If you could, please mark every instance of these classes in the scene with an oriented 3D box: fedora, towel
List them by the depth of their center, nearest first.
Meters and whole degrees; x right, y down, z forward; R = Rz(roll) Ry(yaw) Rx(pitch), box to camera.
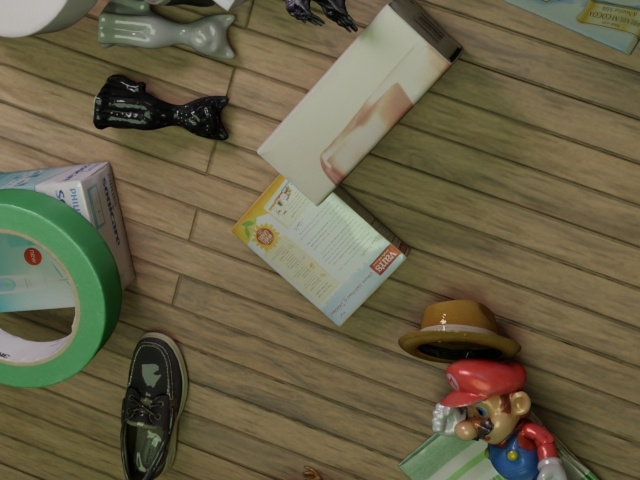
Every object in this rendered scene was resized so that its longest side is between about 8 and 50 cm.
[{"bbox_3d":[0.218,0.140,1.801,0.194,0.194,0.079,-1,70,14],"label":"fedora"},{"bbox_3d":[0.327,0.420,1.915,0.325,0.038,0.248,44,114,-4],"label":"towel"}]

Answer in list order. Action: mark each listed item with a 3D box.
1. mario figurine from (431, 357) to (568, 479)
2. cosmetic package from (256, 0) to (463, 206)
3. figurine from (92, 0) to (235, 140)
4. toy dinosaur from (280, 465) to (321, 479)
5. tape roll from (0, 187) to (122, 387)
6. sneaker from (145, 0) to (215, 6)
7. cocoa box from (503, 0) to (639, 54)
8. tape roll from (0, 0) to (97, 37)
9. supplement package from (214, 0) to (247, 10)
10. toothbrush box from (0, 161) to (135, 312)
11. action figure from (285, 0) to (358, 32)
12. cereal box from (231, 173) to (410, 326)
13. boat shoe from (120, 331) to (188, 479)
[{"bbox_3d":[0.277,0.330,1.789,0.198,0.170,0.320,-25,102,24],"label":"mario figurine"},{"bbox_3d":[0.060,-0.208,1.697,0.129,0.153,0.296,43,114,-3],"label":"cosmetic package"},{"bbox_3d":[-0.238,-0.267,1.792,0.210,0.092,0.214,8,110,2],"label":"figurine"},{"bbox_3d":[-0.005,0.438,1.961,0.212,0.112,0.064,-8,106,16],"label":"toy dinosaur"},{"bbox_3d":[-0.481,0.078,1.835,0.321,0.077,0.321,5,112,12],"label":"tape roll"},{"bbox_3d":[-0.257,-0.419,1.745,0.222,0.118,0.083,48,117,26],"label":"sneaker"},{"bbox_3d":[0.275,-0.426,1.462,0.347,0.231,0.228,18,115,-21],"label":"cocoa box"},{"bbox_3d":[-0.453,-0.494,1.685,0.392,0.072,0.391,13,112,34],"label":"tape roll"},{"bbox_3d":[-0.175,-0.470,1.669,0.244,0.134,0.139,39,114,-2],"label":"supplement package"},{"bbox_3d":[-0.483,-0.002,1.916,0.296,0.126,0.216,-4,109,14],"label":"toothbrush box"},{"bbox_3d":[0.056,-0.422,1.620,0.164,0.275,0.141,11,158,46],"label":"action figure"},{"bbox_3d":[0.000,0.000,1.840,0.240,0.047,0.173,42,113,-4],"label":"cereal box"},{"bbox_3d":[-0.296,0.301,1.993,0.103,0.092,0.285,13,111,9],"label":"boat shoe"}]
